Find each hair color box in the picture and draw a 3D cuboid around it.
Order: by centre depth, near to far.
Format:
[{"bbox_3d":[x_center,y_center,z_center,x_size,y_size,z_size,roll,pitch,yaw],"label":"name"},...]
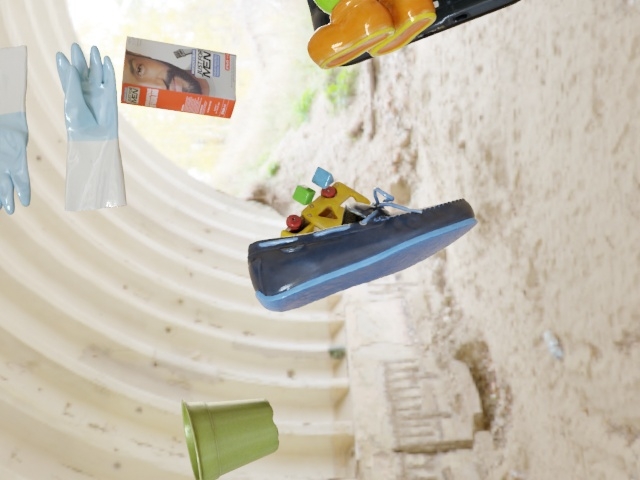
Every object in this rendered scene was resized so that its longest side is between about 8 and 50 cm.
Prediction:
[{"bbox_3d":[-0.213,-0.245,1.121,0.053,0.167,0.093,122,149,-58],"label":"hair color box"}]

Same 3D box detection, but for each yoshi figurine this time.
[{"bbox_3d":[-0.028,-0.376,0.865,0.203,0.203,0.362,-173,58,-86],"label":"yoshi figurine"}]

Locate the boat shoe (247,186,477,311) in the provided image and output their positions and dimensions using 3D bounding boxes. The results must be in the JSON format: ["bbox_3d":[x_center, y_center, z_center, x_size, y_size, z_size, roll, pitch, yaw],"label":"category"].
[{"bbox_3d":[0.046,-0.008,0.799,0.109,0.258,0.089,113,137,-63],"label":"boat shoe"}]

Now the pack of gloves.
[{"bbox_3d":[-0.364,-0.152,0.970,0.046,0.195,0.232,132,132,-81],"label":"pack of gloves"}]

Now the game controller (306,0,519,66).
[{"bbox_3d":[0.124,-0.348,0.980,0.067,0.319,0.166,-11,-94,-63],"label":"game controller"}]

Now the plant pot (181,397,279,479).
[{"bbox_3d":[-0.083,0.181,0.693,0.083,0.079,0.083,171,90,-73],"label":"plant pot"}]

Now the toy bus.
[{"bbox_3d":[0.008,-0.010,1.307,0.202,0.104,0.191,-61,-21,7],"label":"toy bus"}]
